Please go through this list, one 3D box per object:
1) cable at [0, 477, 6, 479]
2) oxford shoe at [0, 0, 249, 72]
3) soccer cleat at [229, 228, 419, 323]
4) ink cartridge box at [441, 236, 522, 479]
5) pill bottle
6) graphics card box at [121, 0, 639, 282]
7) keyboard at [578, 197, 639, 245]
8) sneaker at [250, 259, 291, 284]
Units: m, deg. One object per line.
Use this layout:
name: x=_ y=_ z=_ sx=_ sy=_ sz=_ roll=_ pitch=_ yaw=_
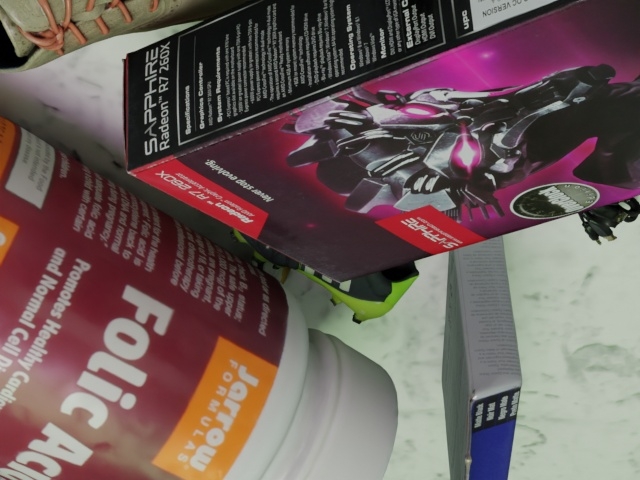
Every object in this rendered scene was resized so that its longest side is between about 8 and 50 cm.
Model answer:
cable: x=-0.297 y=0.210 z=1.072 sx=0.257 sy=0.257 sz=0.089 roll=6 pitch=146 yaw=39
oxford shoe: x=-0.133 y=-0.150 z=0.761 sx=0.348 sy=0.130 sz=0.123 roll=-6 pitch=137 yaw=8
soccer cleat: x=0.000 y=0.000 z=0.988 sx=0.179 sy=0.060 sz=0.072 roll=33 pitch=113 yaw=-32
ink cartridge box: x=0.125 y=0.137 z=1.005 sx=0.045 sy=0.224 sz=0.223 roll=0 pitch=139 yaw=2
pill bottle: x=-0.151 y=0.086 z=0.931 sx=0.392 sy=0.224 sz=0.224 roll=31 pitch=130 yaw=-22
graphics card box: x=0.095 y=-0.088 z=0.752 sx=0.371 sy=0.094 sz=0.233 roll=-18 pitch=151 yaw=29
keyboard: x=0.200 y=-0.096 z=0.888 sx=0.317 sy=0.033 sz=0.201 roll=27 pitch=128 yaw=-24
sneaker: x=-0.057 y=0.037 z=1.049 sx=0.037 sy=0.032 sz=0.083 roll=32 pitch=130 yaw=-8
